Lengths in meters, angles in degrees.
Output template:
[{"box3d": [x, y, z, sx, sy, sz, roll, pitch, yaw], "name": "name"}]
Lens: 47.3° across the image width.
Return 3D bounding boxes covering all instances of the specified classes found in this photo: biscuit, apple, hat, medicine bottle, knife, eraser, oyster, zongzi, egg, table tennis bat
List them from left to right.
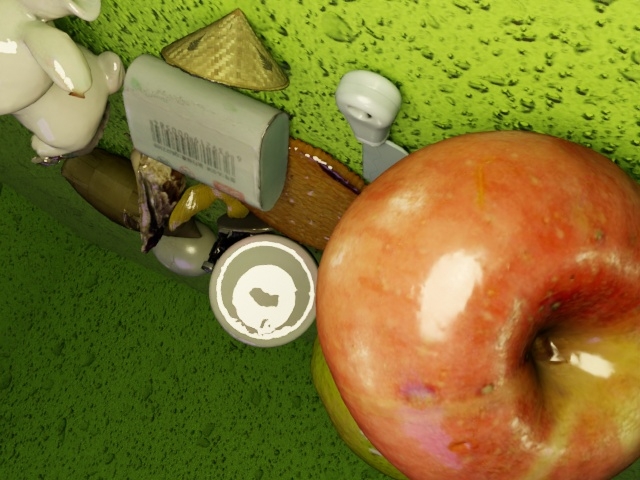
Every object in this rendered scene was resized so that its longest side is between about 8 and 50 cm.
[{"box3d": [-0.436, -0.097, 1.728, 0.274, 0.145, 0.300, 28, 173, 16], "name": "zongzi"}, {"box3d": [-0.307, -0.106, 1.379, 0.101, 0.275, 0.271, -9, -167, -16], "name": "oyster"}, {"box3d": [-0.363, 0.012, 1.935, 0.209, 0.151, 0.151, 25, 166, 15], "name": "egg"}, {"box3d": [-0.159, -0.150, 1.027, 0.227, 0.081, 0.174, 27, 141, 18], "name": "eraser"}, {"box3d": [-0.096, -0.220, 0.795, 0.146, 0.067, 0.146, 13, -153, -7], "name": "hat"}, {"box3d": [-0.094, 0.088, 1.414, 0.202, 0.202, 0.316, 28, 180, 0], "name": "medicine bottle"}, {"box3d": [-0.083, -0.038, 1.352, 0.235, 0.131, 0.022, 4, 112, 26], "name": "table tennis bat"}, {"box3d": [-0.030, -0.074, 1.158, 0.305, 0.038, 0.305, 24, 156, 12], "name": "biscuit"}, {"box3d": [0.074, -0.116, 0.890, 0.080, 0.044, 0.331, 21, 171, 13], "name": "knife"}, {"box3d": [0.167, 0.068, 0.731, 0.364, 0.363, 0.364, 26, 166, 7], "name": "apple"}]

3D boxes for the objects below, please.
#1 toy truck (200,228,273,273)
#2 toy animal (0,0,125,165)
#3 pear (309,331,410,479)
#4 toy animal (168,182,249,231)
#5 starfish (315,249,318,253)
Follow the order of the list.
[{"box3d": [-0.172, 0.046, 1.756, 0.155, 0.124, 0.268, 28, 166, -21], "name": "toy truck"}, {"box3d": [-0.395, -0.239, 0.999, 0.247, 0.182, 0.310, 4, 164, 0], "name": "toy animal"}, {"box3d": [0.164, 0.247, 1.329, 0.391, 0.391, 0.391, 26, 166, 7], "name": "pear"}, {"box3d": [-0.191, -0.107, 1.322, 0.155, 0.219, 0.095, 63, -172, 6], "name": "toy animal"}, {"box3d": [0.002, -0.001, 1.403, 0.138, 0.050, 0.247, 37, 177, -35], "name": "starfish"}]
